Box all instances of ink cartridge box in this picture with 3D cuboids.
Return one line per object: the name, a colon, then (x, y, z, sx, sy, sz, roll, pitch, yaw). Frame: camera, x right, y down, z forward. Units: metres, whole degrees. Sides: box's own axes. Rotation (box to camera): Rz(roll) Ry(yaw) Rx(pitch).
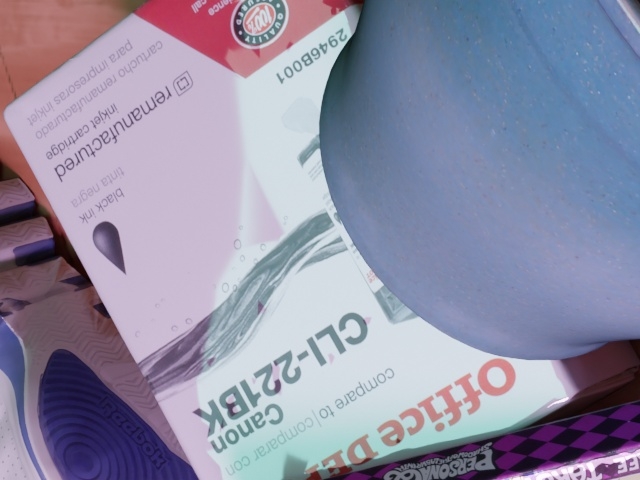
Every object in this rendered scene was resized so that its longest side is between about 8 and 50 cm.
ink cartridge box: (0.000, 0.000, 0.973, 0.197, 0.114, 0.273, -33, 81, 24)

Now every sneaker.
sneaker: (-0.193, 0.103, 1.196, 0.315, 0.127, 0.182, 52, 132, 25)

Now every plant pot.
plant pot: (0.131, -0.078, 0.789, 0.271, 0.272, 0.255, 61, 144, 9)

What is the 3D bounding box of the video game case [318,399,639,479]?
video game case: (0.091, 0.185, 0.916, 0.232, 0.042, 0.210, -15, 118, 14)
